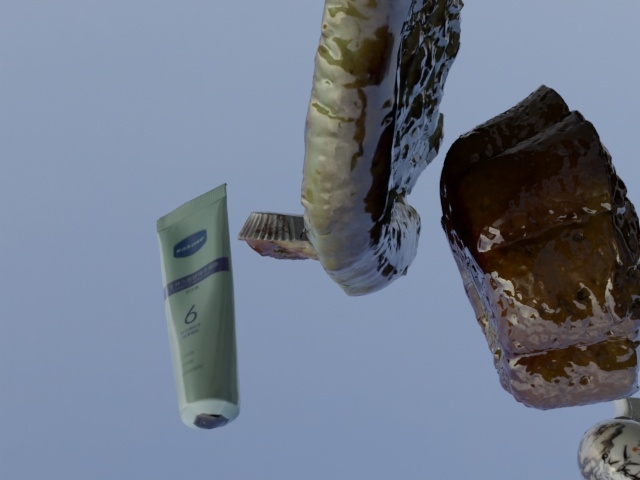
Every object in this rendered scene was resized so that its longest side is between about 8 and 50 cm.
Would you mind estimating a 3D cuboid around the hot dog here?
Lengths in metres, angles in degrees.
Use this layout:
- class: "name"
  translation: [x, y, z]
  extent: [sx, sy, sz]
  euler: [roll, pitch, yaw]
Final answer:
- class: "hot dog"
  translation: [0.000, 0.000, 1.953]
  extent: [0.192, 0.053, 0.099]
  euler: [4, 177, -35]

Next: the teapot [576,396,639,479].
- class: "teapot"
  translation: [0.411, 0.257, 2.110]
  extent: [0.208, 0.165, 0.300]
  euler: [28, 166, -24]

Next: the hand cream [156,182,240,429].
- class: "hand cream"
  translation: [-0.140, 0.081, 2.189]
  extent: [0.067, 0.109, 0.320]
  euler: [38, -146, -43]

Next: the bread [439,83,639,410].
- class: "bread"
  translation: [0.181, 0.020, 1.442]
  extent: [0.135, 0.232, 0.246]
  euler: [-18, -144, -2]

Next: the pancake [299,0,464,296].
- class: "pancake"
  translation: [0.063, -0.109, 1.394]
  extent: [0.067, 0.426, 0.305]
  euler: [18, -136, 16]
